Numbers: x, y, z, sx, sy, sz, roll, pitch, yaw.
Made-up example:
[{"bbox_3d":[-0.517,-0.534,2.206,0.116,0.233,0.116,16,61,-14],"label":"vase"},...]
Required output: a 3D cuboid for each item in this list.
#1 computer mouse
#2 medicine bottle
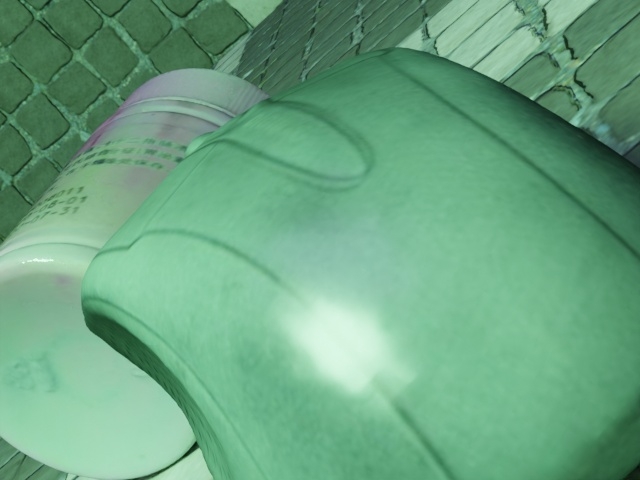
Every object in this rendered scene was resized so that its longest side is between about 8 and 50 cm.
[{"bbox_3d":[0.000,0.000,0.527,0.188,0.122,0.371,-36,19,-13],"label":"computer mouse"},{"bbox_3d":[-0.104,0.009,0.814,0.152,0.152,0.254,-36,16,30],"label":"medicine bottle"}]
